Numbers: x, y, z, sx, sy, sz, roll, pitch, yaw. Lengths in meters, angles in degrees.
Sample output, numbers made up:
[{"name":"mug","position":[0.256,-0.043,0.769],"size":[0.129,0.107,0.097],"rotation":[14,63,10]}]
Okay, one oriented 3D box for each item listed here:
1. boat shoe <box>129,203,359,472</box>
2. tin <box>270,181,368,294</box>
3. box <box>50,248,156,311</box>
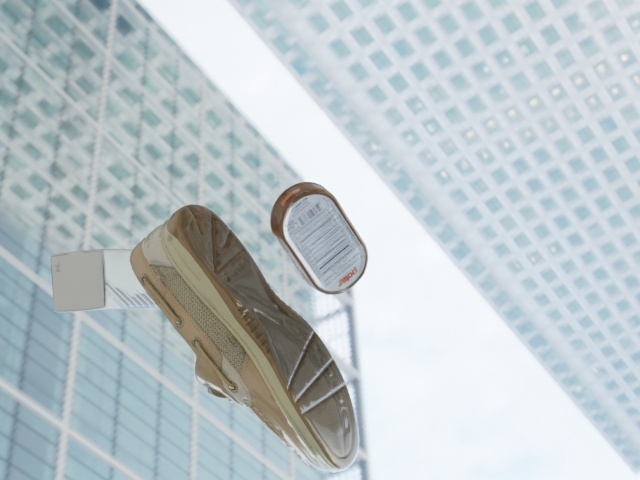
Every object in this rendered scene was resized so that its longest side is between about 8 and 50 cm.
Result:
[{"name":"boat shoe","position":[-0.083,0.123,1.388],"size":[0.110,0.341,0.121],"rotation":[-35,178,28]},{"name":"tin","position":[0.000,0.000,1.812],"size":[0.106,0.190,0.040],"rotation":[-37,-148,-5]},{"name":"box","position":[-0.301,0.063,1.989],"size":[0.113,0.275,0.094],"rotation":[-6,-94,31]}]
